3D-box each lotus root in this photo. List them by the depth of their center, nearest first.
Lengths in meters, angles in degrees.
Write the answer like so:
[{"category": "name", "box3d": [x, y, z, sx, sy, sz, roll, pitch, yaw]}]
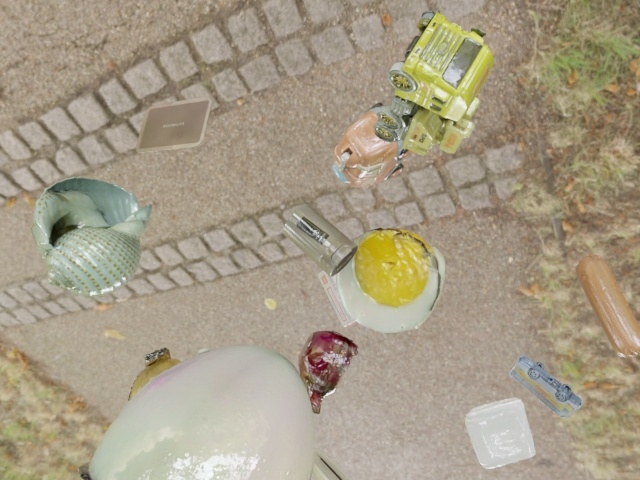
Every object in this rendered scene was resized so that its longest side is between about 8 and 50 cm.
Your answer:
[{"category": "lotus root", "box3d": [-0.353, 0.378, 1.168, 0.160, 0.284, 0.146, -16, 155, 5]}]

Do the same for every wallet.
[{"category": "wallet", "box3d": [0.375, 0.403, 1.093, 0.124, 0.032, 0.182, -19, 116, 9]}]

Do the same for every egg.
[{"category": "egg", "box3d": [-0.163, 0.345, 0.909, 0.355, 0.339, 0.354, 31, 157, 15]}, {"category": "egg", "box3d": [0.234, 0.122, 1.582, 0.337, 0.336, 0.201, -18, 163, 31]}]

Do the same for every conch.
[{"category": "conch", "box3d": [-0.605, -0.004, 1.373, 0.303, 0.319, 0.215, 46, 118, -8]}]

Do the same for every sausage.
[{"category": "sausage", "box3d": [0.771, 0.172, 1.397, 0.086, 0.288, 0.086, -12, 153, -6]}]

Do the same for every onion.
[{"category": "onion", "box3d": [0.002, 0.341, 1.368, 0.140, 0.218, 0.195, 28, 166, 1]}]

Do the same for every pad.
[{"category": "pad", "box3d": [-0.454, -0.355, 1.612, 0.266, 0.176, 0.002, -1, 160, 26]}]

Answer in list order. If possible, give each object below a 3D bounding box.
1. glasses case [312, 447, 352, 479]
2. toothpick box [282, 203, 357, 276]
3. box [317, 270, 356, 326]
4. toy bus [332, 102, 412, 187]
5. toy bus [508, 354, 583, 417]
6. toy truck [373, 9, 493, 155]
[{"category": "glasses case", "box3d": [0.033, 0.529, 1.141, 0.204, 0.051, 0.080, 24, 134, 56]}, {"category": "toothpick box", "box3d": [0.000, 0.000, 1.391, 0.181, 0.111, 0.111, 42, 146, 15]}, {"category": "box", "box3d": [0.080, 0.194, 1.857, 0.050, 0.229, 0.123, -22, 169, -33]}, {"category": "toy bus", "box3d": [0.153, -0.285, 1.703, 0.194, 0.232, 0.287, 52, 159, 11]}, {"category": "toy bus", "box3d": [0.615, 0.400, 1.438, 0.190, 0.064, 0.075, 41, 122, 24]}, {"category": "toy truck", "box3d": [0.190, -0.232, 0.863, 0.157, 0.124, 0.272, 30, 168, 6]}]
